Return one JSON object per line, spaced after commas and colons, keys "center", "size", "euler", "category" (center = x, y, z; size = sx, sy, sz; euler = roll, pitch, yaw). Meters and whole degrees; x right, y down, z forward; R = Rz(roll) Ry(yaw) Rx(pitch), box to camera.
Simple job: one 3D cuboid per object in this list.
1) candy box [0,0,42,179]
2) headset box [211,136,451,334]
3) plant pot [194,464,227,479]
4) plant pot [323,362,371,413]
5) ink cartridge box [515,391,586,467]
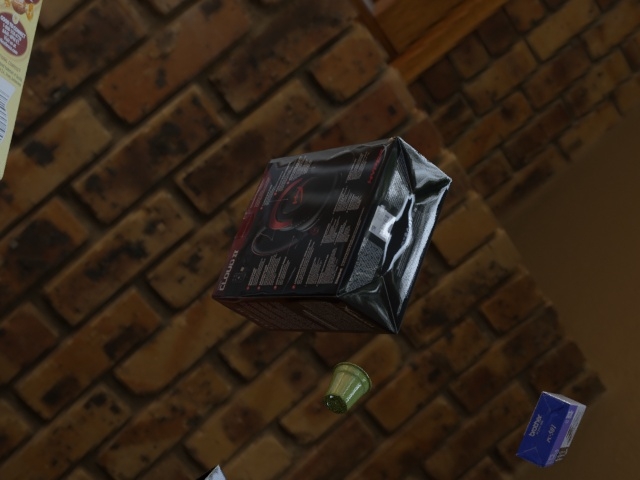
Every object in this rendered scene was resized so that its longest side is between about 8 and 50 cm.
{"center": [-0.387, -0.226, 1.105], "size": [0.183, 0.087, 0.316], "euler": [5, -104, 16], "category": "candy box"}
{"center": [0.000, 0.000, 1.393], "size": [0.293, 0.110, 0.218], "euler": [-5, -123, 51], "category": "headset box"}
{"center": [-0.201, 0.481, 1.629], "size": [0.188, 0.167, 0.187], "euler": [-36, -179, 21], "category": "plant pot"}
{"center": [0.045, 0.294, 2.124], "size": [0.083, 0.083, 0.079], "euler": [-12, -155, 37], "category": "plant pot"}
{"center": [0.337, 0.274, 1.587], "size": [0.046, 0.207, 0.097], "euler": [23, -91, 22], "category": "ink cartridge box"}
